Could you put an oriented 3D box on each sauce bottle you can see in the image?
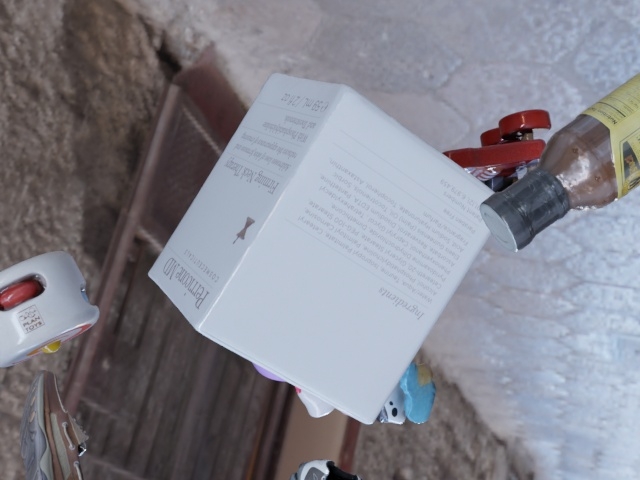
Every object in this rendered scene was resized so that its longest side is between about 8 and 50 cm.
[{"bbox_3d":[0.342,-0.109,1.117,0.111,0.344,0.111,54,175,7],"label":"sauce bottle"}]

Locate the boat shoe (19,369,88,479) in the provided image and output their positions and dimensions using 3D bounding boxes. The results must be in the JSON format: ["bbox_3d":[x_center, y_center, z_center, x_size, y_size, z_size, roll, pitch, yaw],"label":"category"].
[{"bbox_3d":[-0.536,0.414,1.945,0.116,0.325,0.123,9,139,-30],"label":"boat shoe"}]

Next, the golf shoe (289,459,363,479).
[{"bbox_3d":[0.044,0.406,1.436,0.198,0.077,0.094,44,132,-11],"label":"golf shoe"}]

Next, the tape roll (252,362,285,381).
[{"bbox_3d":[-0.038,0.173,2.059,0.274,0.275,0.090,1,129,33],"label":"tape roll"}]

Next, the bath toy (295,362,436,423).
[{"bbox_3d":[0.082,0.322,2.131,0.348,0.152,0.129,-7,150,40],"label":"bath toy"}]

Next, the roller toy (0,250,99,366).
[{"bbox_3d":[-0.473,0.119,1.581,0.191,0.146,0.209,-31,175,34],"label":"roller toy"}]

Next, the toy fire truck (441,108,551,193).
[{"bbox_3d":[0.320,-0.142,1.901,0.253,0.170,0.302,-7,174,-8],"label":"toy fire truck"}]

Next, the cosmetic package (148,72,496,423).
[{"bbox_3d":[0.000,0.000,1.479,0.327,0.394,0.329,32,179,-25],"label":"cosmetic package"}]
